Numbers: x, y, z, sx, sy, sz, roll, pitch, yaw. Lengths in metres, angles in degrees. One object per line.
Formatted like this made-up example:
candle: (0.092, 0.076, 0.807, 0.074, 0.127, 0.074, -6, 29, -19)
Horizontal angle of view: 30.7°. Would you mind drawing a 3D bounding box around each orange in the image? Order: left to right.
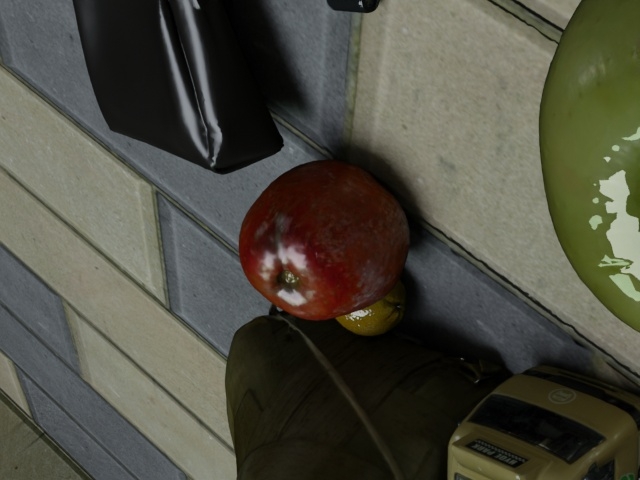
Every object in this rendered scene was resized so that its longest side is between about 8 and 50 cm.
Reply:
orange: (0.055, 0.065, 1.303, 0.095, 0.085, 0.085, 16, 139, 41)

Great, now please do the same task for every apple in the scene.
apple: (0.258, -0.066, 0.634, 0.279, 0.279, 0.279, 36, 151, 24)

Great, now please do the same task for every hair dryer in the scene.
hair dryer: (0.022, -0.241, 1.022, 0.047, 0.026, 0.083, 15, 131, 45)

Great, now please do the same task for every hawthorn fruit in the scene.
hawthorn fruit: (0.000, 0.000, 1.199, 0.173, 0.173, 0.173, 36, 151, 24)

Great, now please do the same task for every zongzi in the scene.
zongzi: (-0.087, 0.230, 1.324, 0.500, 0.466, 0.218, 17, 119, 48)

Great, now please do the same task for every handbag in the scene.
handbag: (-0.167, -0.212, 1.244, 0.285, 0.113, 0.257, 25, 140, 51)

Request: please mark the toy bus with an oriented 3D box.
toy bus: (0.231, 0.325, 1.173, 0.176, 0.201, 0.366, 16, 115, 46)
